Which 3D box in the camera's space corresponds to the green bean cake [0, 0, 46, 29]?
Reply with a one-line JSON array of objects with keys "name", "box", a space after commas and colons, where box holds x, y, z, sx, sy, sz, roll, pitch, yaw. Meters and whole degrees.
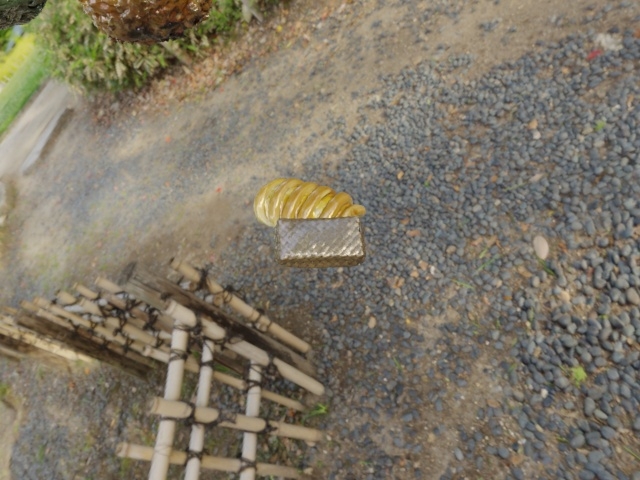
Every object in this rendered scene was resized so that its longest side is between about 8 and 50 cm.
[{"name": "green bean cake", "box": [-0.544, -0.391, 0.790, 0.181, 0.094, 0.173, 1, 28, 45]}]

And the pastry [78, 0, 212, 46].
[{"name": "pastry", "box": [-0.483, -0.700, 1.384, 0.405, 0.293, 0.337, -31, 13, -28]}]

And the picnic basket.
[{"name": "picnic basket", "box": [0.000, 0.000, 1.022, 0.055, 0.193, 0.110, 108, 160, -70]}]

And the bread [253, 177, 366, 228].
[{"name": "bread", "box": [-0.045, -0.087, 1.344, 0.311, 0.121, 0.173, 18, 50, 26]}]
